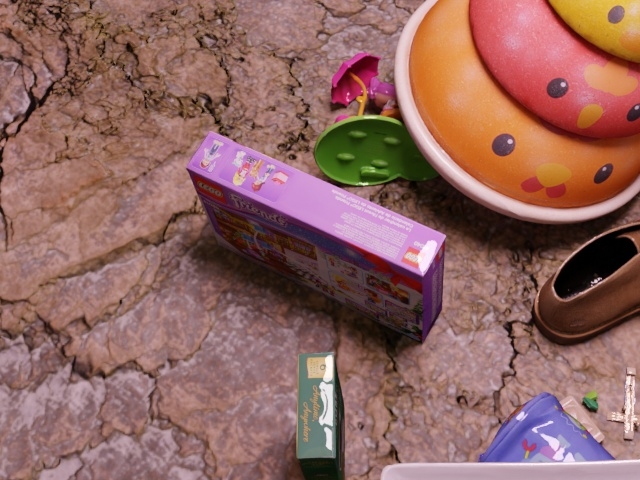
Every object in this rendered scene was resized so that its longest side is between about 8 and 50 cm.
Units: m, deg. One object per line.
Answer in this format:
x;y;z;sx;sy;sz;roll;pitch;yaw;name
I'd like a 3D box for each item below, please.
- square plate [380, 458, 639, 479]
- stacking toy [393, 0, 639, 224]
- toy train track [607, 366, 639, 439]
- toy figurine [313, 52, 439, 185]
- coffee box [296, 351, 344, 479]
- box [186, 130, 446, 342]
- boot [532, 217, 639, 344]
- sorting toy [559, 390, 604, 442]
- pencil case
0.230;0.375;0.913;0.344;0.049;0.347;-3;67;8;square plate
0.303;-0.263;1.069;0.350;0.480;0.350;6;63;-12;stacking toy
0.348;0.182;1.136;0.048;0.014;0.083;6;65;9;toy train track
0.075;-0.168;1.291;0.173;0.130;0.159;9;53;-14;toy figurine
0.002;0.200;1.067;0.040;0.184;0.113;-1;64;4;coffee box
0.000;0.000;1.156;0.293;0.201;0.057;25;69;16;box
0.386;0.011;1.161;0.305;0.115;0.112;-30;63;-10;boot
0.287;0.205;1.131;0.083;0.012;0.062;-33;66;-9;sorting toy
0.288;0.303;1.027;0.133;0.119;0.306;-46;67;10;pencil case
